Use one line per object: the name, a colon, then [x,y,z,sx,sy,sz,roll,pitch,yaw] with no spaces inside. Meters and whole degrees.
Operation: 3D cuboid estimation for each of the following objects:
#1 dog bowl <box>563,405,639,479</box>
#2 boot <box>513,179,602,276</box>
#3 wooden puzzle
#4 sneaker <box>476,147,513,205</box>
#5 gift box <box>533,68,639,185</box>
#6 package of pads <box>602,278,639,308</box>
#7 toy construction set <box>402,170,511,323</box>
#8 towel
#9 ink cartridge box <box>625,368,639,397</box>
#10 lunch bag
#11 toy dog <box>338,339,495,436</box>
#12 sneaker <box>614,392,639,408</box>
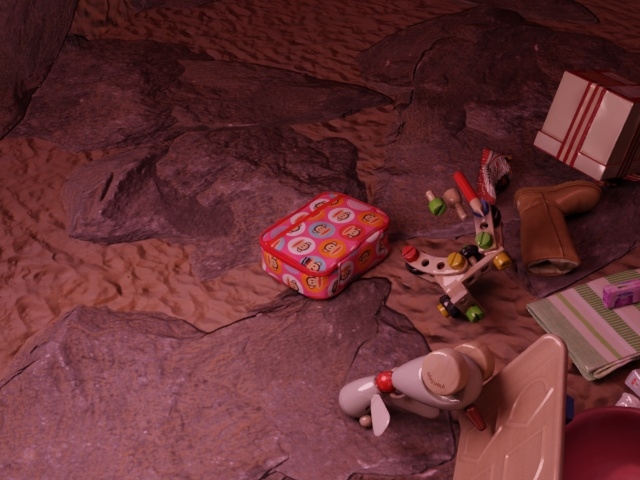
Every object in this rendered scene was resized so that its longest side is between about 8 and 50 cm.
dog bowl: [0.533,0.463,1.387,0.408,0.150,0.408,0,42,0]
boot: [0.605,-0.027,1.999,0.236,0.089,0.269,-7,41,8]
wooden puzzle: [0.334,0.378,1.389,0.080,0.322,0.348,26,43,-10]
sneaker: [0.470,-0.173,2.157,0.092,0.088,0.225,10,42,10]
gift box: [0.776,-0.299,2.181,0.276,0.258,0.255,-6,35,-37]
package of pads: [0.667,0.118,1.781,0.083,0.050,0.032,-13,32,-6]
toy construction set: [0.333,0.036,1.782,0.257,0.309,0.237,-18,48,-7]
towel: [0.664,0.173,1.785,0.324,0.038,0.248,-18,40,-12]
ink cartridge box: [0.712,0.320,1.586,0.145,0.045,0.179,1,32,-37]
lunch bag: [0.000,0.000,1.952,0.258,0.120,0.293,27,47,33]
toy dog: [0.195,0.304,1.524,0.220,0.333,0.161,-11,76,-31]
sneaker: [0.642,0.367,1.576,0.152,0.054,0.061,38,78,30]
